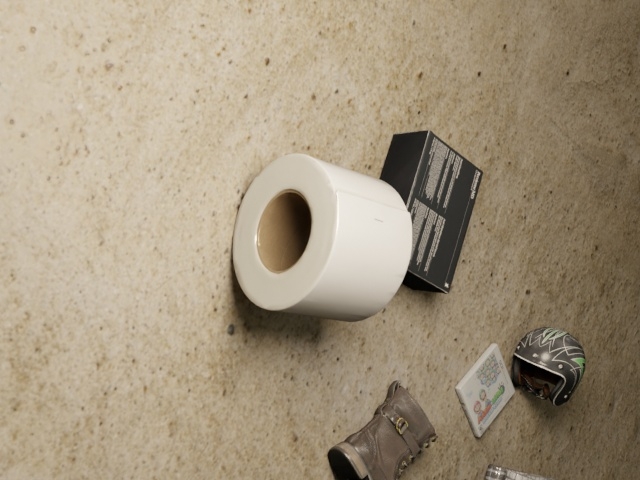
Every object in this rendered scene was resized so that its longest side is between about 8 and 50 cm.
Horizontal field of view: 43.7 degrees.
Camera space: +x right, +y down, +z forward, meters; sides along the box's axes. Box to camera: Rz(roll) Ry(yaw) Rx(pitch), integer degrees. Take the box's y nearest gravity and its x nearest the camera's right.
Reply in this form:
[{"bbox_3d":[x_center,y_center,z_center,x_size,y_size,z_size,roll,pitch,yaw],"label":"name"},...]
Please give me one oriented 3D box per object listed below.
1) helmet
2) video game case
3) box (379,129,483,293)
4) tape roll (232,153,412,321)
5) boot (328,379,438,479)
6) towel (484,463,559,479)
[{"bbox_3d":[0.519,0.275,1.813,0.169,0.169,0.161,-21,123,-40],"label":"helmet"},{"bbox_3d":[0.368,0.332,1.773,0.157,0.019,0.143,-41,118,-33],"label":"video game case"},{"bbox_3d":[0.193,-0.052,1.530,0.184,0.103,0.261,29,73,-37],"label":"box"},{"bbox_3d":[0.000,0.000,1.262,0.169,0.246,0.246,14,83,-43],"label":"tape roll"},{"bbox_3d":[0.150,0.426,1.513,0.229,0.091,0.262,-30,97,-39],"label":"boot"},{"bbox_3d":[0.460,0.646,1.817,0.284,0.121,0.235,26,74,-39],"label":"towel"}]
